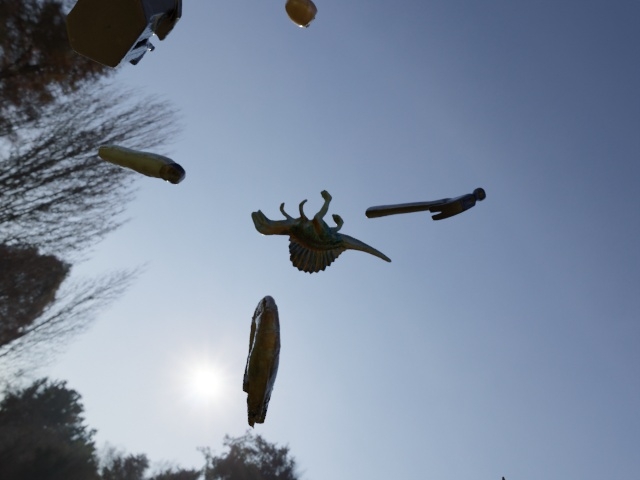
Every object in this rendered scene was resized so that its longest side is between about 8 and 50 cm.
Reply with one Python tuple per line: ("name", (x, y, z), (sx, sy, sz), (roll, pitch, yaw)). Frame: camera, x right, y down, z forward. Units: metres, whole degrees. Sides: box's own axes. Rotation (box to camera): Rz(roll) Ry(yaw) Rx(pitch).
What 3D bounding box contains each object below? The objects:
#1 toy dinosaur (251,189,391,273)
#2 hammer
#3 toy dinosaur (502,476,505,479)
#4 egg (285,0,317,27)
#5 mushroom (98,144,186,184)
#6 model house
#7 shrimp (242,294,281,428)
("toy dinosaur", (0.000, 0.002, 0.630), (0.187, 0.106, 0.044), (45, -23, -6))
("hammer", (0.285, -0.099, 1.413), (0.439, 0.168, 0.044), (-1, -70, 60))
("toy dinosaur", (0.341, 0.524, 0.817), (0.162, 0.126, 0.039), (44, -1, 6))
("egg", (-0.057, -0.666, 1.329), (0.096, 0.080, 0.080), (38, -38, -13))
("mushroom", (-0.575, -0.252, 1.484), (0.312, 0.081, 0.100), (17, -14, 20))
("model house", (-0.369, -0.448, 0.913), (0.229, 0.188, 0.122), (-35, -80, 32))
("shrimp", (-0.146, 0.289, 1.106), (0.168, 0.077, 0.318), (-162, -99, -72))
